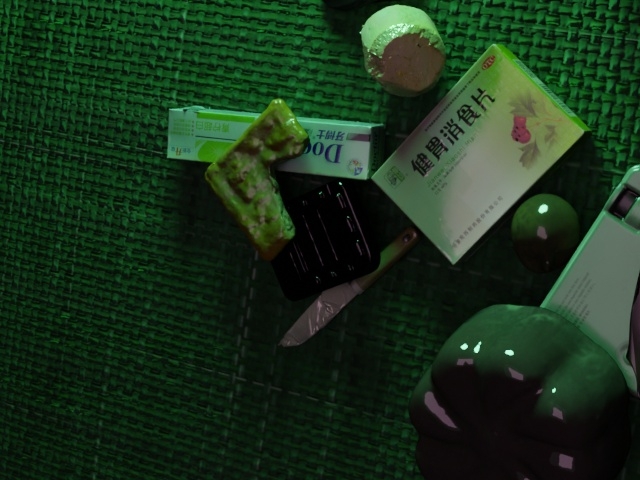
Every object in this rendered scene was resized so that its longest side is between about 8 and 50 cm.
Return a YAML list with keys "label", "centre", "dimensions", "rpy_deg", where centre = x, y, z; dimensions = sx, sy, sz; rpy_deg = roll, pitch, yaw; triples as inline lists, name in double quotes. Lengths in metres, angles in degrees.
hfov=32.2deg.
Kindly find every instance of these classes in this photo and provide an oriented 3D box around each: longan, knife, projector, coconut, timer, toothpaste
- label: "longan"
  centre: [0.300, -0.007, 1.481]
  dimensions: [0.092, 0.113, 0.113]
  rpy_deg: [9, 99, -2]
- label: "knife"
  centre: [0.038, 0.072, 1.652]
  dimensions: [0.298, 0.017, 0.047]
  rpy_deg: [-45, 75, 24]
- label: "projector"
  centre: [0.422, 0.050, 1.438]
  dimensions: [0.192, 0.099, 0.257]
  rpy_deg: [34, 108, 16]
- label: "coconut"
  centre: [0.112, -0.266, 1.538]
  dimensions: [0.116, 0.122, 0.116]
  rpy_deg: [-3, 118, -6]
- label: "timer"
  centre: [0.000, 0.000, 1.626]
  dimensions: [0.187, 0.055, 0.144]
  rpy_deg: [-22, 89, 41]
- label: "toothpaste"
  centre: [-0.070, -0.148, 1.654]
  dimensions: [0.336, 0.067, 0.081]
  rpy_deg: [8, 101, 23]

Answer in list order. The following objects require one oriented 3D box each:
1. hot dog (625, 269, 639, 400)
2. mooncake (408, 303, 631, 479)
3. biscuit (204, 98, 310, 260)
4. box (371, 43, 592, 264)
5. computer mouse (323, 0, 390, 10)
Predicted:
- label: "hot dog"
  centre: [0.472, 0.057, 1.304]
  dimensions: [0.194, 0.107, 0.326]
  rpy_deg: [26, 102, 21]
- label: "mooncake"
  centre: [0.253, 0.240, 1.449]
  dimensions: [0.306, 0.154, 0.306]
  rpy_deg: [18, 122, 32]
- label: "biscuit"
  centre: [-0.070, -0.090, 1.597]
  dimensions: [0.183, 0.039, 0.174]
  rpy_deg: [-47, 70, 24]
- label: "box"
  centre: [0.219, -0.117, 1.531]
  dimensions: [0.175, 0.062, 0.260]
  rpy_deg: [47, 111, 13]
- label: "computer mouse"
  centre: [0.065, -0.381, 1.578]
  dimensions: [0.172, 0.057, 0.099]
  rpy_deg: [-11, 98, 25]
